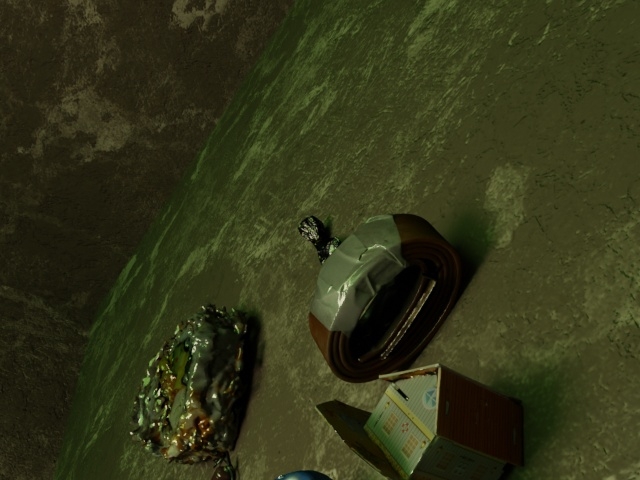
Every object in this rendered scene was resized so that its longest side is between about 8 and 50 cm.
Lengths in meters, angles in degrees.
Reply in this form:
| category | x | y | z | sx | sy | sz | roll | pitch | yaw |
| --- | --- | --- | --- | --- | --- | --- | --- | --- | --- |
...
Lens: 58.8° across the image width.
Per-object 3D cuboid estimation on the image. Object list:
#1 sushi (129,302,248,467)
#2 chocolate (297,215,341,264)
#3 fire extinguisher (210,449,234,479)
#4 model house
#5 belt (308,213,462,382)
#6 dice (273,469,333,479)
| category | x | y | z | sx | sy | sz | roll | pitch | yaw |
| --- | --- | --- | --- | --- | --- | --- | --- | --- | --- |
| sushi | -0.309 | 0.343 | 1.385 | 0.417 | 0.175 | 0.418 | -42 | 36 | 40 |
| chocolate | 0.000 | 0.003 | 1.228 | 0.147 | 0.070 | 0.072 | -124 | 34 | -60 |
| fire extinguisher | -0.220 | 0.541 | 1.216 | 0.078 | 0.045 | 0.157 | 31 | 96 | 53 |
| model house | 0.129 | 0.203 | 0.671 | 0.136 | 0.219 | 0.207 | -58 | 28 | 4 |
| belt | 0.090 | 0.086 | 0.859 | 0.262 | 0.184 | 0.105 | -59 | 27 | 15 |
| dice | -0.023 | 0.427 | 0.804 | 0.146 | 0.146 | 0.143 | -32 | 31 | 8 |
